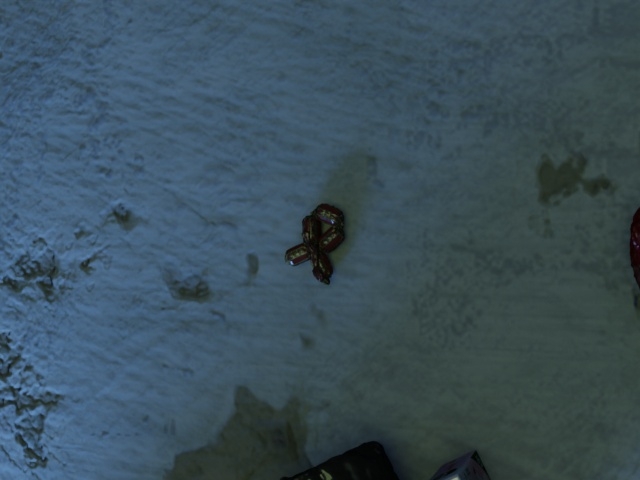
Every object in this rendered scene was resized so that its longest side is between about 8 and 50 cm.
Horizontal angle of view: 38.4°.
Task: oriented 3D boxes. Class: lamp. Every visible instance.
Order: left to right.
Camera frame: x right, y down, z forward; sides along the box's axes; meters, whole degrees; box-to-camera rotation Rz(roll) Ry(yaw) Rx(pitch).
[{"bbox_3d":[0.000,0.000,1.036,0.063,0.031,0.083,28,94,16],"label":"lamp"}]

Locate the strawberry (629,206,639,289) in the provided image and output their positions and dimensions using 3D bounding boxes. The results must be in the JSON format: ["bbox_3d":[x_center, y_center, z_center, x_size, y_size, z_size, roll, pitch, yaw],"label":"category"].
[{"bbox_3d":[0.350,0.015,0.866,0.131,0.131,0.148,26,85,17],"label":"strawberry"}]

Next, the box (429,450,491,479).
[{"bbox_3d":[0.150,0.271,0.929,0.043,0.125,0.089,-29,81,15],"label":"box"}]

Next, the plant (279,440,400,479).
[{"bbox_3d":[0.047,0.382,0.939,0.194,0.181,0.321,-28,76,17],"label":"plant"}]
